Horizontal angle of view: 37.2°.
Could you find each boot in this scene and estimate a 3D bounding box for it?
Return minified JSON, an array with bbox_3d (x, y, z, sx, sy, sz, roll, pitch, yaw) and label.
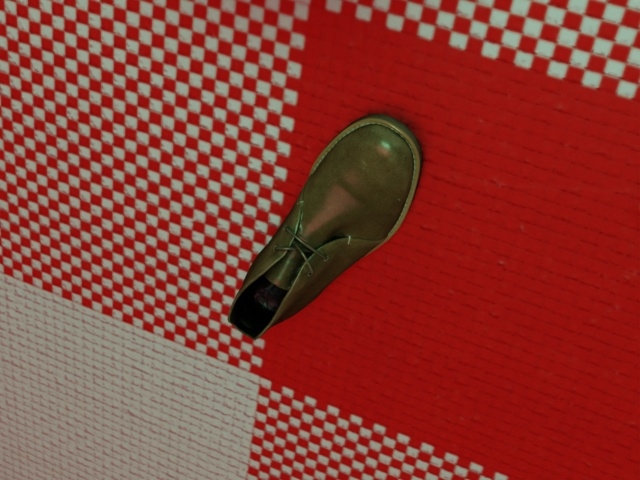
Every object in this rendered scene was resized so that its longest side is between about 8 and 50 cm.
[{"bbox_3d":[0.000,0.000,0.985,0.112,0.115,0.305,38,128,1],"label":"boot"}]
